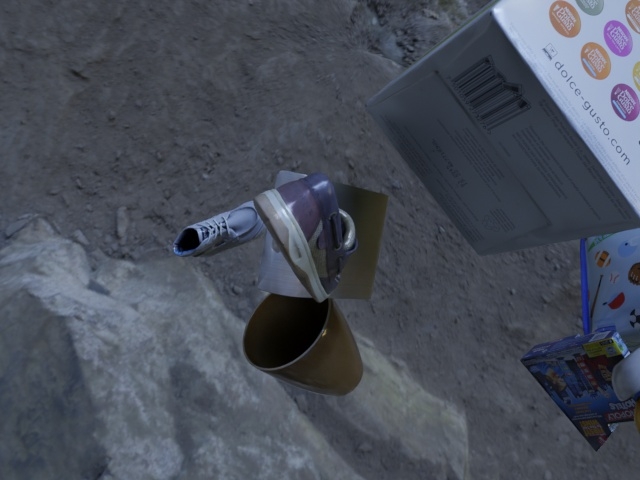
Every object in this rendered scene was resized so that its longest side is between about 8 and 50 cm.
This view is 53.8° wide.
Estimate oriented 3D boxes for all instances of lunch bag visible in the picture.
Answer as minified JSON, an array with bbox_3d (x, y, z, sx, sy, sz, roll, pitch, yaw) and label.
[{"bbox_3d":[0.767,0.039,1.390,0.238,0.386,0.327,22,149,-29],"label":"lunch bag"}]

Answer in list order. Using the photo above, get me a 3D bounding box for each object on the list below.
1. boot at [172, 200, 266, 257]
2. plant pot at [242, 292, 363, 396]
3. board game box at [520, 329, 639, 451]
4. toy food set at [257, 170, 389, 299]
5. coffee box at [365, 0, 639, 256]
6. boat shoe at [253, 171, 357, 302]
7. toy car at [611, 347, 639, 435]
[{"bbox_3d":[-0.241,-0.018,1.512,0.258,0.123,0.095,-30,78,34],"label":"boot"},{"bbox_3d":[-0.014,0.255,1.468,0.237,0.237,0.254,-31,128,12],"label":"plant pot"},{"bbox_3d":[0.475,0.257,1.076,0.194,0.060,0.194,-33,87,53],"label":"board game box"},{"bbox_3d":[0.014,-0.003,1.233,0.092,0.306,0.220,13,93,40],"label":"toy food set"},{"bbox_3d":[0.348,-0.220,0.974,0.334,0.338,0.338,-42,98,-23],"label":"coffee box"},{"bbox_3d":[0.000,0.000,0.766,0.092,0.285,0.103,-29,68,0],"label":"boat shoe"},{"bbox_3d":[0.426,0.155,0.674,0.182,0.136,0.159,-30,66,-23],"label":"toy car"}]
